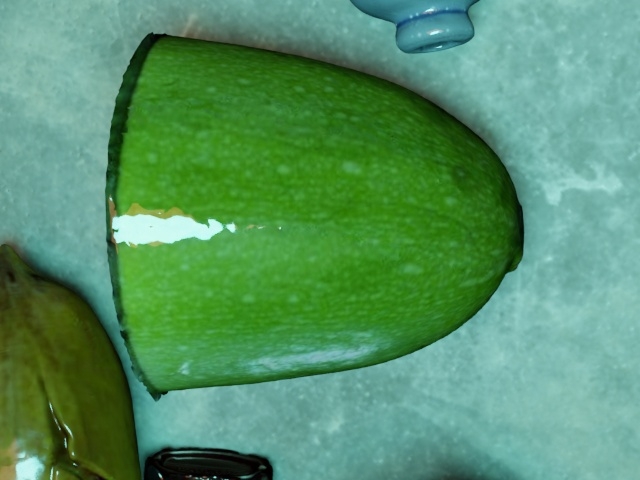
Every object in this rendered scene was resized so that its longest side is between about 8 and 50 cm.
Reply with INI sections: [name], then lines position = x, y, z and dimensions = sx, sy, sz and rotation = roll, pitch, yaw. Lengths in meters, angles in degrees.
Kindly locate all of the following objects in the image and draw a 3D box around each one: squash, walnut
[squash]
position = 0.011, -0.020, 1.052
dimensions = 0.308, 0.310, 0.310
rotation = 0, 98, 9
[walnut]
position = -0.269, 0.169, 1.182
dimensions = 0.208, 0.209, 0.336
rotation = -9, 88, 12

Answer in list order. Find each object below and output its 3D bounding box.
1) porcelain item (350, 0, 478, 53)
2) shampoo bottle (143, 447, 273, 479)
[porcelain item]
position = 0.077, -0.290, 1.086
dimensions = 0.141, 0.141, 0.259
rotation = -9, 87, 12
[shampoo bottle]
position = -0.114, 0.367, 1.240
dimensions = 0.129, 0.084, 0.323
rotation = 3, 100, 4
